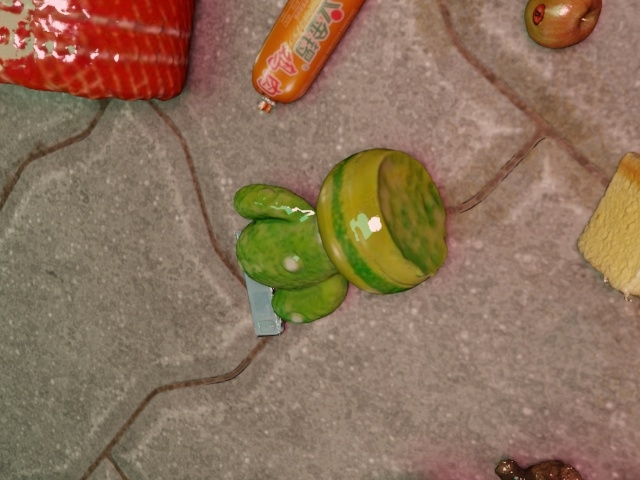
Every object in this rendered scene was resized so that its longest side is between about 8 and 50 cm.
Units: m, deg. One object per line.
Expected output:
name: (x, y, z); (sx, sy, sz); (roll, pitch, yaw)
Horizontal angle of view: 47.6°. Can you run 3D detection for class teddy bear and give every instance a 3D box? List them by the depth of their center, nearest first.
teddy bear: (0.289, 0.318, 0.932); (0.119, 0.078, 0.160); (46, 137, -9)

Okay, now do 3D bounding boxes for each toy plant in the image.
toy plant: (0.000, 0.000, 0.991); (0.316, 0.184, 0.224); (-21, 109, 40)

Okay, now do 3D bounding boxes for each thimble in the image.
thimble: (-0.354, -0.341, 1.039); (0.350, 0.350, 0.231); (20, 108, 26)

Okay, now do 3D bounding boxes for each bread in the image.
bread: (0.383, -0.015, 0.828); (0.147, 0.127, 0.152); (-64, 34, 24)

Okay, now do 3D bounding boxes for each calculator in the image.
calculator: (-0.093, 0.066, 1.134); (0.057, 0.018, 0.172); (-11, 92, 29)

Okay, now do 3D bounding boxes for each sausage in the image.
sausage: (-0.005, -0.303, 0.982); (0.093, 0.093, 0.312); (44, 116, 16)

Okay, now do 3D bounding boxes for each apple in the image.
apple: (0.278, -0.263, 0.835); (0.071, 0.084, 0.084); (43, 117, 36)
